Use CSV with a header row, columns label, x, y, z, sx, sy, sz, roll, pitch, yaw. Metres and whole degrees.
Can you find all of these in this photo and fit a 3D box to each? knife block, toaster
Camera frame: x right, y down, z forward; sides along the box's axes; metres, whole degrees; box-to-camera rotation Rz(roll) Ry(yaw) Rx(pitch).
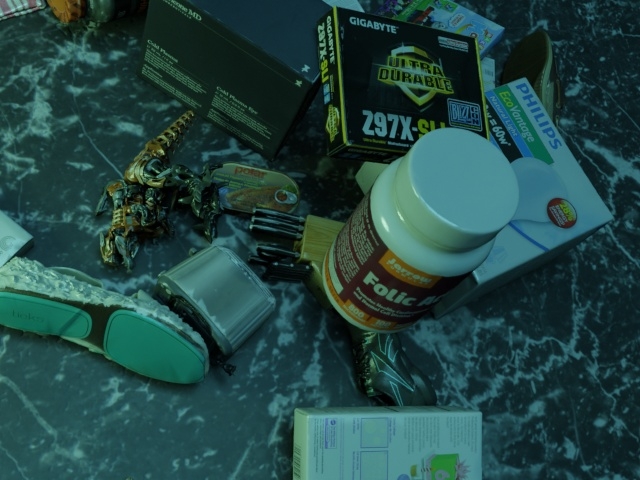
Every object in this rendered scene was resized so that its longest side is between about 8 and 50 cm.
label,x,y,z,sx,sy,sz,roll,pitch,yaw
knife block,0.000,0.000,1.671,0.275,0.088,0.242,-33,82,-26
toaster,-0.184,0.117,1.542,0.227,0.129,0.146,46,60,5

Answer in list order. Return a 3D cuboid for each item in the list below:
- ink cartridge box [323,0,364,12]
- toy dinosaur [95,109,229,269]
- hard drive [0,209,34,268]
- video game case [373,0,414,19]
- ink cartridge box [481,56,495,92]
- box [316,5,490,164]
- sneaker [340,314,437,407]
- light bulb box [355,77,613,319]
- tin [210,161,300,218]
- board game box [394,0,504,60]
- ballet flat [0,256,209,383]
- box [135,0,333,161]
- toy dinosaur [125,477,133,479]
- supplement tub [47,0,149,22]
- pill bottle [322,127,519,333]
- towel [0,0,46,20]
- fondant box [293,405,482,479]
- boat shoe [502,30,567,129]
label,x,y,z,sx,sy,sz,roll,pitch,yaw
ink cartridge box,0.004,-0.492,1.890,0.181,0.056,0.225,-28,82,-20
toy dinosaur,-0.299,-0.097,1.583,0.218,0.164,0.322,15,92,10
hard drive,-0.716,-0.032,1.476,0.353,0.047,0.233,39,63,0
video game case,0.225,-0.476,1.967,0.210,0.042,0.232,41,62,3
ink cartridge box,0.350,-0.357,1.932,0.088,0.052,0.122,10,74,-32
box,0.154,-0.265,1.533,0.322,0.079,0.257,4,76,-30
sneaker,0.110,0.229,1.608,0.106,0.101,0.267,-32,81,-24
light bulb box,0.328,-0.090,1.739,0.361,0.225,0.358,-24,77,-24
tin,-0.135,-0.096,1.698,0.189,0.040,0.106,12,69,-13
board game box,0.281,-0.469,1.905,0.211,0.039,0.160,33,61,16
ballet flat,-0.375,0.122,1.483,0.408,0.147,0.147,21,64,-10
box,-0.156,-0.372,1.649,0.343,0.312,0.179,33,63,-4
toy dinosaur,-0.257,0.485,1.414,0.112,0.064,0.211,-31,70,-8
supplement tub,-0.387,-0.566,1.713,0.338,0.207,0.207,-27,79,-25
pill bottle,0.162,-0.008,1.449,0.224,0.392,0.224,8,61,-15
towel,-0.668,-0.503,1.696,0.197,0.029,0.144,-24,78,-25
fondant box,0.119,0.419,1.501,0.330,0.096,0.238,3,85,-16
boat shoe,0.508,-0.329,1.973,0.123,0.123,0.342,31,52,-37
